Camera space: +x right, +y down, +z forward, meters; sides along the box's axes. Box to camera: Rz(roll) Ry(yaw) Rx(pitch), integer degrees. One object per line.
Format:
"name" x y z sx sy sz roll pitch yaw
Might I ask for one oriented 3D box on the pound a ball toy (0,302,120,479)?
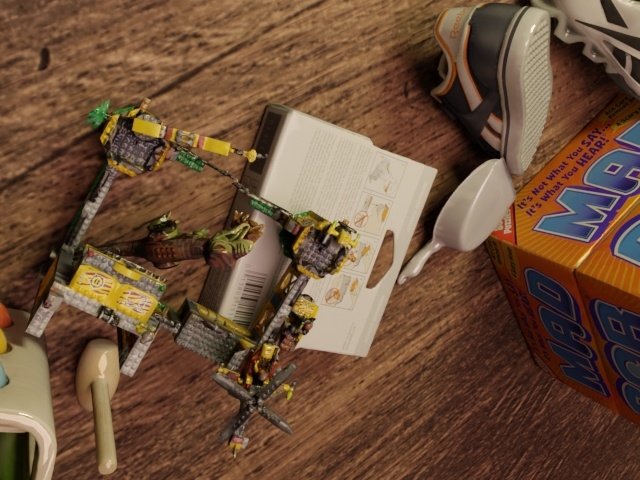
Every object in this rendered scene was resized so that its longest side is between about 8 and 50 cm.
"pound a ball toy" -0.257 0.127 0.585 0.208 0.319 0.136 8 96 -24

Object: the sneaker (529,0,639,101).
"sneaker" 0.453 -0.294 0.940 0.330 0.146 0.122 19 64 -29

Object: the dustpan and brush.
"dustpan and brush" 0.187 -0.014 0.971 0.211 0.060 0.147 -56 149 -5

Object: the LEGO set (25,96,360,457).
"LEGO set" -0.111 0.030 0.649 0.331 0.192 0.255 39 90 -22

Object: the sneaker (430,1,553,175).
"sneaker" 0.225 -0.197 0.893 0.126 0.127 0.321 -63 155 -13

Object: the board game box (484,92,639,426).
"board game box" 0.534 0.047 1.045 0.356 0.356 0.356 -42 127 -14

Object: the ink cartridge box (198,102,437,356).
"ink cartridge box" 0.000 0.000 0.845 0.239 0.060 0.275 14 99 -38
